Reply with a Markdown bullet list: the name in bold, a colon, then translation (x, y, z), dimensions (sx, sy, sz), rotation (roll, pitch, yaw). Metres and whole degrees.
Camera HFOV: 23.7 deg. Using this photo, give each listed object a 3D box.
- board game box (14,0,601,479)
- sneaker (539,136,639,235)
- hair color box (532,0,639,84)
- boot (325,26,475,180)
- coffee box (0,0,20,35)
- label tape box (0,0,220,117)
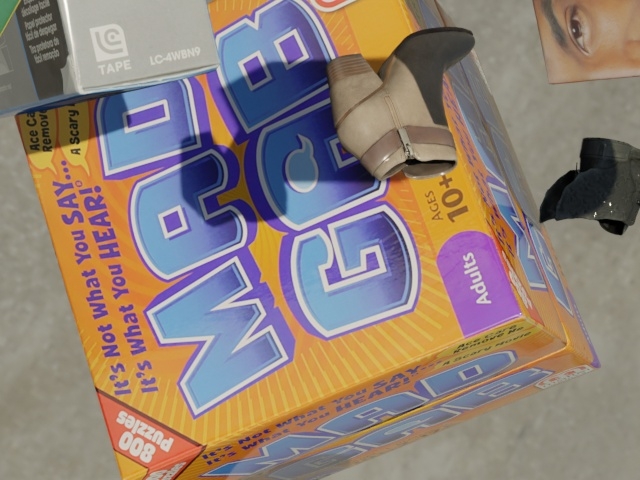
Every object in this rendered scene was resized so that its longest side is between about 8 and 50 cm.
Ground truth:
- **board game box**: translation (0.000, 0.000, 1.388), dimensions (0.356, 0.356, 0.356), rotation (-24, 163, 14)
- **sneaker**: translation (0.286, -0.044, 1.442), dimensions (0.170, 0.051, 0.089), rotation (12, 84, -29)
- **hair color box**: translation (0.182, -0.129, 0.717), dimensions (0.053, 0.167, 0.093), rotation (-31, 112, -46)
- **boot**: translation (0.059, -0.079, 0.916), dimensions (0.118, 0.087, 0.042), rotation (-17, 156, -24)
- **coffee box**: translation (-0.213, -0.127, 0.835), dimensions (0.040, 0.184, 0.113), rotation (34, 71, -27)
- **label tape box**: translation (-0.198, -0.269, 1.076), dimensions (0.115, 0.249, 0.348), rotation (-17, 98, -25)
